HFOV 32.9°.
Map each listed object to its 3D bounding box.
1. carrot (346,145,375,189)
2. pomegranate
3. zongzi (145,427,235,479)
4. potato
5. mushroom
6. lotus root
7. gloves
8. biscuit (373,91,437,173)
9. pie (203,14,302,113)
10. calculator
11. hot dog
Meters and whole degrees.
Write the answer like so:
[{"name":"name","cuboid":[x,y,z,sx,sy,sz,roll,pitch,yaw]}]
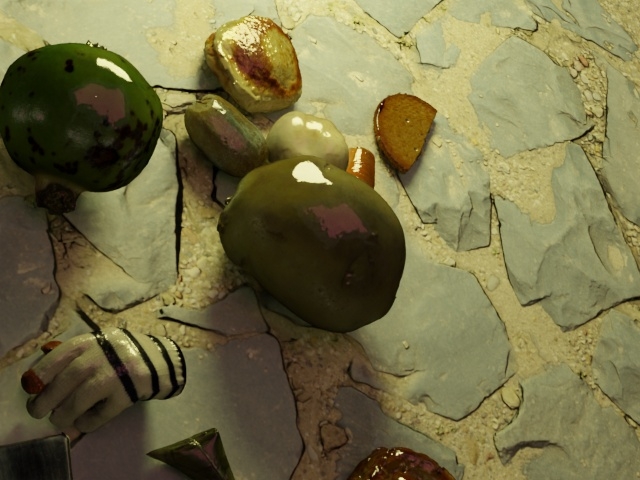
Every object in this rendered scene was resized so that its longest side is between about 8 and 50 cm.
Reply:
[{"name":"carrot","cuboid":[0.061,-0.085,1.976,0.087,0.087,0.193,33,48,-14]},{"name":"pomegranate","cuboid":[-0.366,-0.171,1.642,0.254,0.254,0.271,15,79,-27]},{"name":"zongzi","cuboid":[-0.187,0.341,1.589,0.113,0.052,0.104,-17,80,-26]},{"name":"potato","cuboid":[0.000,0.000,1.785,0.326,0.221,0.243,42,92,-6]},{"name":"mushroom","cuboid":[-0.025,-0.157,1.941,0.154,0.122,0.154,0,83,1]},{"name":"lotus root","cuboid":[-0.151,-0.170,1.878,0.192,0.088,0.113,44,42,-4]},{"name":"gloves","cuboid":[-0.310,0.187,1.540,0.218,0.131,0.140,3,60,-43]},{"name":"biscuit","cuboid":[0.160,-0.227,2.161,0.126,0.025,0.206,37,48,-11]},{"name":"pie","cuboid":[-0.118,-0.323,1.989,0.205,0.084,0.179,-11,71,-41]},{"name":"calculator","cuboid":[-0.388,0.385,1.390,0.161,0.021,0.262,-9,67,-2]},{"name":"hot dog","cuboid":[0.159,0.446,1.713,0.259,0.114,0.175,45,48,-3]}]
